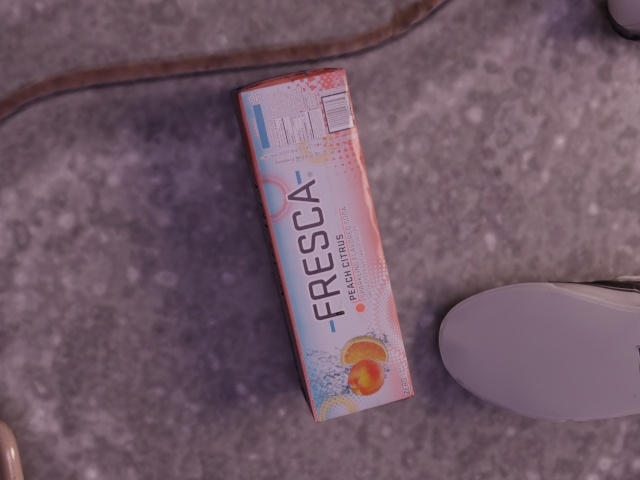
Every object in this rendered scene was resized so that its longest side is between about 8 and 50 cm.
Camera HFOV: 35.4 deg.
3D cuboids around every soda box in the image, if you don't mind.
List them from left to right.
[{"bbox_3d":[0.000,0.000,0.547,0.058,0.063,0.183,-13,100,-6],"label":"soda box"}]

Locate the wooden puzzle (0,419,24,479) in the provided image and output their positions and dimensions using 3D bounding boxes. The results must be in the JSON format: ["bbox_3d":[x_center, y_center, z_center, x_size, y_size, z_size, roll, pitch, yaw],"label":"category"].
[{"bbox_3d":[-0.268,0.214,0.555,0.238,0.044,0.221,-7,101,-3],"label":"wooden puzzle"}]

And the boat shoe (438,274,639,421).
[{"bbox_3d":[0.179,0.059,0.565,0.219,0.070,0.078,0,95,22],"label":"boat shoe"}]

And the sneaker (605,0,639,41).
[{"bbox_3d":[0.280,-0.187,0.499,0.297,0.111,0.129,-22,92,29],"label":"sneaker"}]
